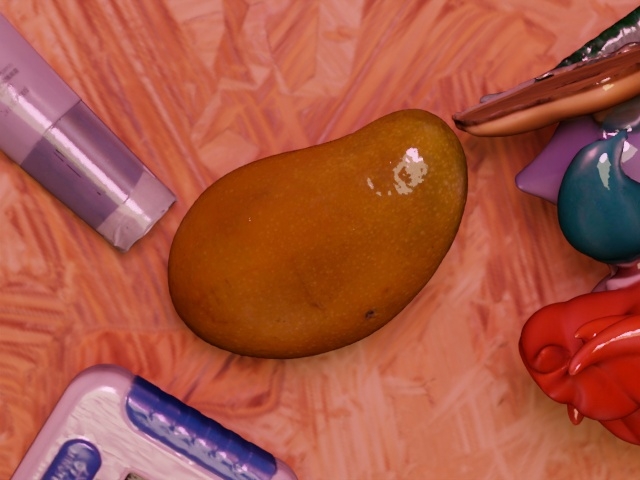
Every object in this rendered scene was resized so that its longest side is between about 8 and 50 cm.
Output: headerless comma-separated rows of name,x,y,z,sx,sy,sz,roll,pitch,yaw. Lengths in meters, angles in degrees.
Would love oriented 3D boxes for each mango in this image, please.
mango,0.000,0.000,1.140,0.227,0.099,0.136,-32,104,28

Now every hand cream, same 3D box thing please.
hand cream,-0.203,-0.095,1.186,0.255,0.048,0.079,44,86,-2

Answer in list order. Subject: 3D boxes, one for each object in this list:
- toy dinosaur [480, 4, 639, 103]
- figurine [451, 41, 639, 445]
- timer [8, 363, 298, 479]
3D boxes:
toy dinosaur,0.304,-0.138,1.192,0.383,0.076,0.129,-30,87,-4
figurine,0.193,0.020,1.118,0.181,0.208,0.257,-23,97,-12
timer,-0.141,0.222,1.191,0.178,0.078,0.253,32,93,-6
